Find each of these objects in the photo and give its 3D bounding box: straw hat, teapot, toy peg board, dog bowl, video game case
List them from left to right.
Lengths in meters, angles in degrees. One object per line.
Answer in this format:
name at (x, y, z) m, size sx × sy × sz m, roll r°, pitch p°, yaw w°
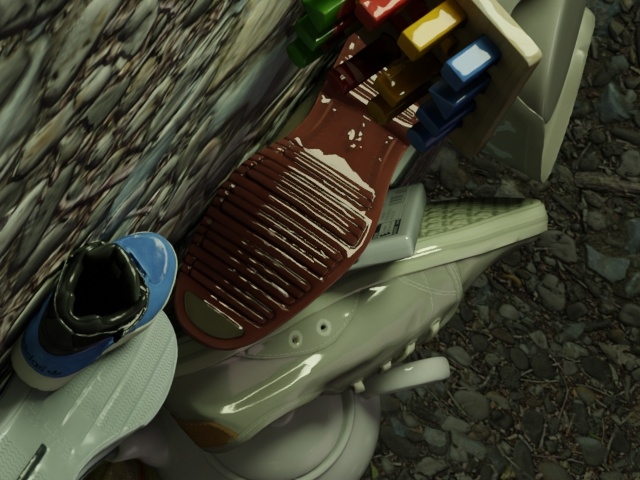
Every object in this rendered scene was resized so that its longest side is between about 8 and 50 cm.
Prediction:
straw hat at (-0.212, 0.248, 1.932) m, size 0.061 × 0.144 × 0.144 m, roll 22°, pitch 107°, yaw -45°
teapot at (-0.046, 0.160, 1.804) m, size 0.256 × 0.252 × 0.187 m, roll -58°, pitch -175°, yaw -11°
video game case at (0.000, 0.000, 1.692) m, size 0.183 × 0.023 × 0.201 m, roll -13°, pitch -167°, yaw 10°
toy peg board at (0.053, -0.132, 1.313) m, size 0.079 × 0.160 × 0.161 m, roll -36°, pitch 170°, yaw -21°
dog bowl at (0.196, -0.233, 1.729) m, size 0.349 × 0.102 × 0.348 m, roll 13°, pitch 90°, yaw -80°

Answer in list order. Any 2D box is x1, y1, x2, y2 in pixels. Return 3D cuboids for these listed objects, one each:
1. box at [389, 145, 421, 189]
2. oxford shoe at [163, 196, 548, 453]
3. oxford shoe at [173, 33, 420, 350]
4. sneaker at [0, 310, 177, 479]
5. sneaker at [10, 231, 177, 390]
box at (0.052, -0.111, 1.793) m, size 0.087 × 0.101 × 0.102 m, roll -55°, pitch 176°, yaw 0°
oxford shoe at (0.030, 0.065, 1.711) m, size 0.449 × 0.130 × 0.169 m, roll -25°, pitch -166°, yaw -34°
oxford shoe at (-0.008, -0.037, 1.595) m, size 0.348 × 0.123 × 0.130 m, roll -51°, pitch -179°, yaw -23°
sneaker at (-0.182, 0.119, 1.195) m, size 0.091 × 0.094 × 0.258 m, roll -27°, pitch -166°, yaw 37°
sneaker at (-0.123, 0.027, 1.167) m, size 0.152 × 0.058 × 0.084 m, roll -41°, pitch 176°, yaw -46°
